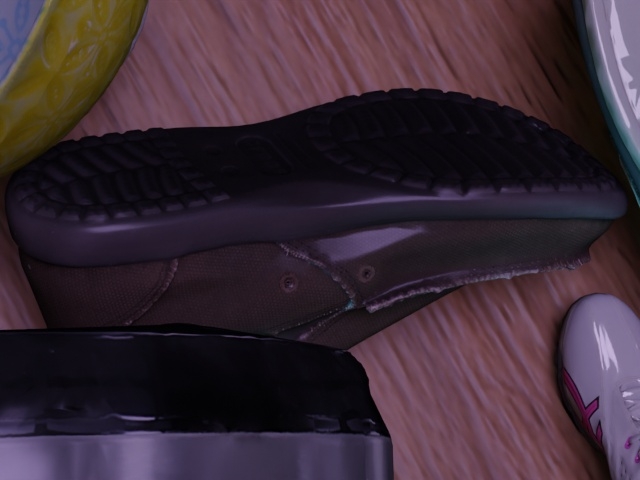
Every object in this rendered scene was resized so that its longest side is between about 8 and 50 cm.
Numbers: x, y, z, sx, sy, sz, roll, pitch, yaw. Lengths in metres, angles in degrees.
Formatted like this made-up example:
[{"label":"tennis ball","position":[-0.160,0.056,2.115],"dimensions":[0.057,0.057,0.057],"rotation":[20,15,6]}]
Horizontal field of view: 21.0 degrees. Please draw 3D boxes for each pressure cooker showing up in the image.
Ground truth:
[{"label":"pressure cooker","position":[-0.135,0.255,0.724],"dimensions":[0.370,0.375,0.420],"rotation":[-5,81,23]}]

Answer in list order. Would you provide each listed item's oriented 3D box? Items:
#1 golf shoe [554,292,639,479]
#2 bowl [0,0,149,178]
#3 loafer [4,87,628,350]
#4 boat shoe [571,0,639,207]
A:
[{"label":"golf shoe","position":[0.194,0.116,1.017],"dimensions":[0.067,0.086,0.186],"rotation":[-14,81,-14]},{"label":"bowl","position":[-0.183,-0.148,0.928],"dimensions":[0.156,0.289,0.289],"rotation":[16,70,-53]},{"label":"loafer","position":[0.000,0.000,0.992],"dimensions":[0.366,0.134,0.130],"rotation":[-5,122,-18]},{"label":"boat shoe","position":[0.213,-0.048,1.026],"dimensions":[0.116,0.099,0.319],"rotation":[-27,95,-24]}]
